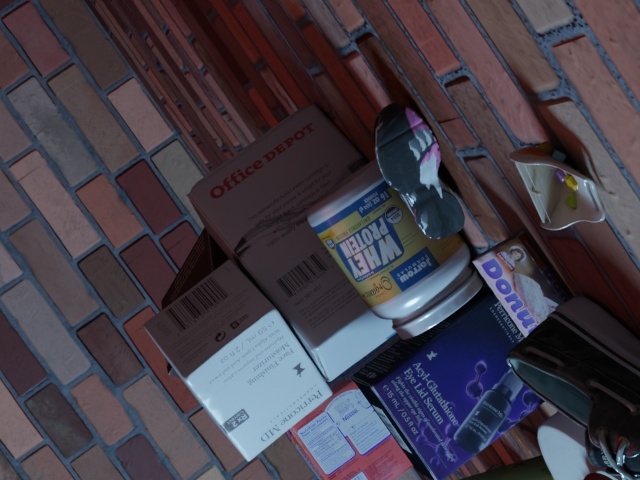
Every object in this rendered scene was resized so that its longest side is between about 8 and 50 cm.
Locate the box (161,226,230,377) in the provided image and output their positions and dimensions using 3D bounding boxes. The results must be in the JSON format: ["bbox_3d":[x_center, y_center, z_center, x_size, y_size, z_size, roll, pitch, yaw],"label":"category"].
[{"bbox_3d":[-0.105,0.111,2.107,0.203,0.168,0.167,19,-147,-23],"label":"box"}]

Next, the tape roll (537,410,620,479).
[{"bbox_3d":[0.402,0.352,1.684,0.392,0.072,0.392,53,172,11],"label":"tape roll"}]

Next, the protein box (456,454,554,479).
[{"bbox_3d":[0.272,0.399,2.016,0.200,0.201,0.136,157,98,-81],"label":"protein box"}]

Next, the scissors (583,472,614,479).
[{"bbox_3d":[0.314,0.301,1.671,0.109,0.021,0.297,53,172,-6],"label":"scissors"}]

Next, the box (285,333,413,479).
[{"bbox_3d":[0.103,0.229,2.042,0.154,0.300,0.142,54,171,-5],"label":"box"}]

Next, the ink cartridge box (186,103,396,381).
[{"bbox_3d":[0.000,0.000,1.963,0.307,0.223,0.129,50,171,26],"label":"ink cartridge box"}]

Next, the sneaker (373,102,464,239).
[{"bbox_3d":[0.101,-0.083,1.634,0.077,0.072,0.178,-120,5,-56],"label":"sneaker"}]

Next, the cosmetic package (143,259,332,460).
[{"bbox_3d":[-0.110,0.159,1.913,0.151,0.151,0.183,42,168,52],"label":"cosmetic package"}]

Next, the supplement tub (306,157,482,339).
[{"bbox_3d":[0.092,0.005,1.753,0.199,0.144,0.144,54,171,-4],"label":"supplement tub"}]

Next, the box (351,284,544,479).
[{"bbox_3d":[0.170,0.174,1.782,0.153,0.207,0.108,54,171,-8],"label":"box"}]

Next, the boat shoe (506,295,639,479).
[{"bbox_3d":[0.304,0.179,1.369,0.335,0.119,0.121,41,164,53],"label":"boat shoe"}]

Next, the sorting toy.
[{"bbox_3d":[0.215,-0.046,1.252,0.075,0.045,0.083,29,154,54],"label":"sorting toy"}]

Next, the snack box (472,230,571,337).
[{"bbox_3d":[0.239,0.078,1.532,0.178,0.064,0.022,55,-144,-5],"label":"snack box"}]

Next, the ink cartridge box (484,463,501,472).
[{"bbox_3d":[0.372,0.547,2.406,0.272,0.130,0.309,54,172,-13],"label":"ink cartridge box"}]
